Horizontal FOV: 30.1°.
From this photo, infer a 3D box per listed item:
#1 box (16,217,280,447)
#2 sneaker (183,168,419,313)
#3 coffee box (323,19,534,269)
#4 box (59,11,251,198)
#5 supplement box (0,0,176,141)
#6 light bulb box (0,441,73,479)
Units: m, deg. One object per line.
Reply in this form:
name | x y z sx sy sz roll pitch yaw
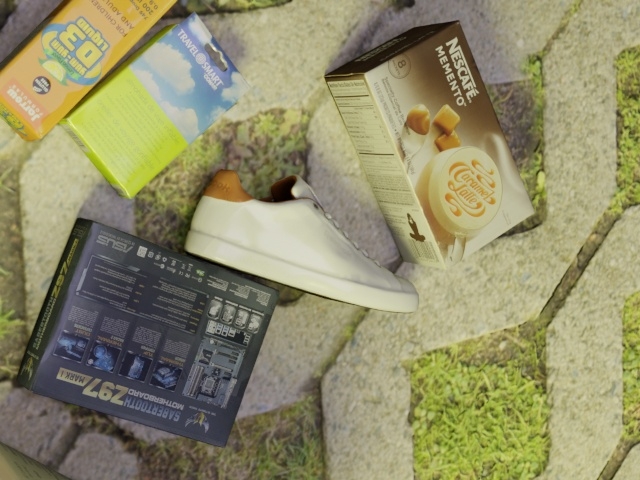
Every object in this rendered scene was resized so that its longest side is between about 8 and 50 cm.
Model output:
box | -0.177 0.100 1.253 0.232 0.059 0.183 21 85 -28
sneaker | 0.000 0.000 1.310 0.290 0.106 0.123 20 83 -29
coffee box | 0.127 -0.109 1.369 0.141 0.098 0.247 -31 108 -22
box | -0.171 -0.142 1.241 0.178 0.042 0.109 -44 113 -17
supplement box | -0.232 -0.205 1.185 0.078 0.080 0.233 46 76 -21
light bulb box | -0.191 0.390 1.106 0.361 0.358 0.225 35 80 -25
